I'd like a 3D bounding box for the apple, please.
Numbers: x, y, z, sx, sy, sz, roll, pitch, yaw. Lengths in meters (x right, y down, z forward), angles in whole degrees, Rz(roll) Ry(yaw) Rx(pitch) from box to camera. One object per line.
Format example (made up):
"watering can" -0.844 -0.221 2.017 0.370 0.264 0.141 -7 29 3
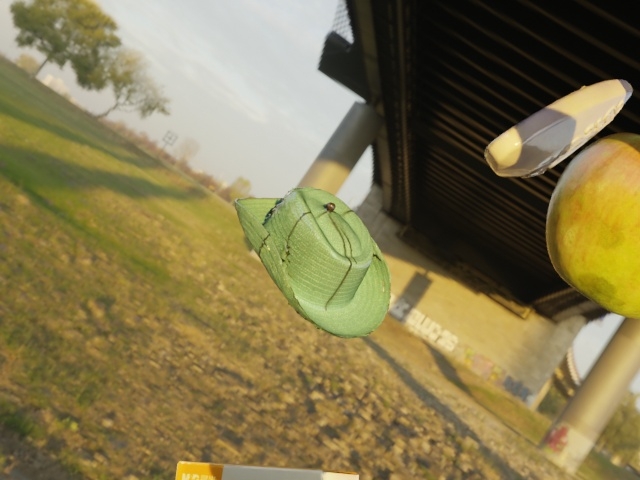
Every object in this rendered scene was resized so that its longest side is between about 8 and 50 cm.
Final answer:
"apple" 0.331 -0.014 0.779 0.196 0.196 0.196 34 -2 2

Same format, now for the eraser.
"eraser" 0.304 -0.132 1.042 0.243 0.204 0.059 -20 74 -48

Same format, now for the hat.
"hat" 0.000 0.000 0.721 0.138 0.078 0.191 -9 52 -47

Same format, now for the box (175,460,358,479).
"box" -0.084 0.409 1.012 0.274 0.220 0.091 -11 -23 36
